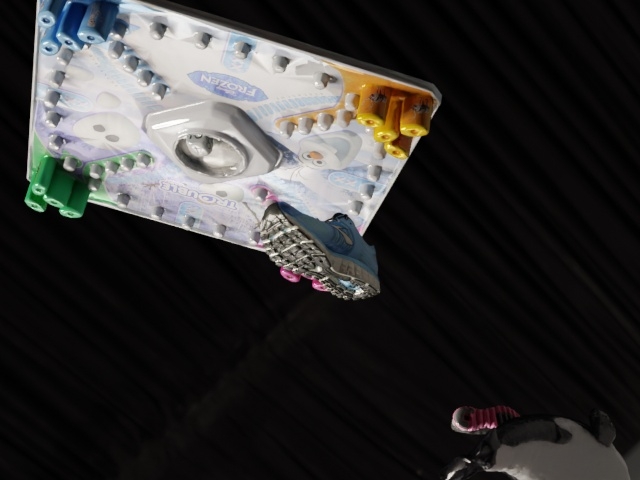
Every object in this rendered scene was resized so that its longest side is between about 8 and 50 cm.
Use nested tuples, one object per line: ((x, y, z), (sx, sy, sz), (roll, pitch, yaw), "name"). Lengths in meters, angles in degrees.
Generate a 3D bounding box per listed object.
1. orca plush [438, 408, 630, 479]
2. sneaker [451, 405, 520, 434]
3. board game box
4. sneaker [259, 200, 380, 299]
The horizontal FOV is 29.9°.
((0.236, 0.251, 1.370), (0.102, 0.287, 0.151), (24, 107, 50), "orca plush")
((0.261, 0.289, 1.891), (0.057, 0.119, 0.047), (113, 162, -58), "sneaker")
((-0.117, -0.090, 1.262), (0.390, 0.389, 0.050), (118, 166, -59), "board game box")
((0.000, 0.000, 1.231), (0.063, 0.162, 0.073), (-17, 52, 37), "sneaker")
